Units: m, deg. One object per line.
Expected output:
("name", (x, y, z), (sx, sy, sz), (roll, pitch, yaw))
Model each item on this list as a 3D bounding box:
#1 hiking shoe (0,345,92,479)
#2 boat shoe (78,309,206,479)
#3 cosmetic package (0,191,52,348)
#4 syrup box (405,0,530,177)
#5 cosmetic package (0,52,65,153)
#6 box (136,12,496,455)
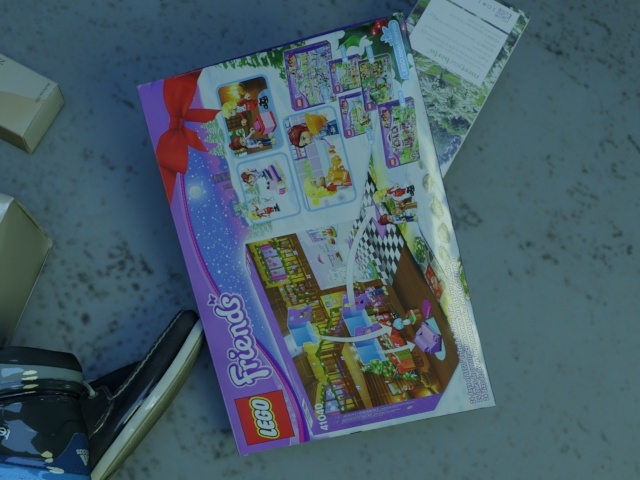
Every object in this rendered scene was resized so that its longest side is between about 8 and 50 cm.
("hiking shoe", (-0.285, 0.180, 0.538), (0.304, 0.113, 0.132), (-27, 67, 13))
("boat shoe", (-0.172, 0.139, 0.625), (0.079, 0.084, 0.233), (39, 78, 5))
("cosmetic package", (-0.371, -0.008, 0.602), (0.296, 0.153, 0.129), (20, 74, -4))
("syrup box", (0.081, -0.106, 0.718), (0.093, 0.096, 0.237), (29, 76, 2))
("cosmetic package", (-0.285, -0.129, 0.702), (0.115, 0.041, 0.060), (26, 73, 0))
("box", (0.000, 0.000, 0.621), (0.201, 0.057, 0.293), (-13, 97, 8))
